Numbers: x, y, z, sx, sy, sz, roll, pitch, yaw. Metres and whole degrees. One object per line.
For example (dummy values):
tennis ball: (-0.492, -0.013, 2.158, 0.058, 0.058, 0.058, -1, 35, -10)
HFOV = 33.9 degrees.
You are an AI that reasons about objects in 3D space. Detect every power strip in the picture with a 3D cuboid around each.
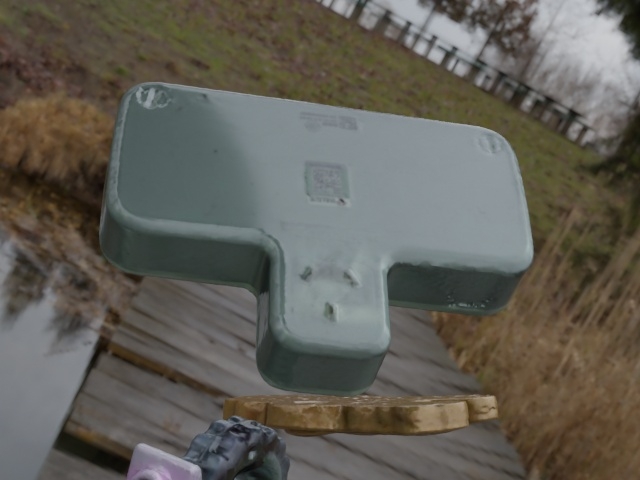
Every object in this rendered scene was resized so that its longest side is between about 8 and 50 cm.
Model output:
power strip: (0.000, 0.000, 0.640, 0.265, 0.059, 0.193, 7, 51, -11)

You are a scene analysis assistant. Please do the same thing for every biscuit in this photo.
biscuit: (0.026, 0.149, 0.900, 0.236, 0.040, 0.144, -6, -12, 27)

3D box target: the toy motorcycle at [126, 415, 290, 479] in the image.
toy motorcycle: (-0.098, 0.258, 0.556, 0.143, 0.326, 0.188, 17, 6, 26)
